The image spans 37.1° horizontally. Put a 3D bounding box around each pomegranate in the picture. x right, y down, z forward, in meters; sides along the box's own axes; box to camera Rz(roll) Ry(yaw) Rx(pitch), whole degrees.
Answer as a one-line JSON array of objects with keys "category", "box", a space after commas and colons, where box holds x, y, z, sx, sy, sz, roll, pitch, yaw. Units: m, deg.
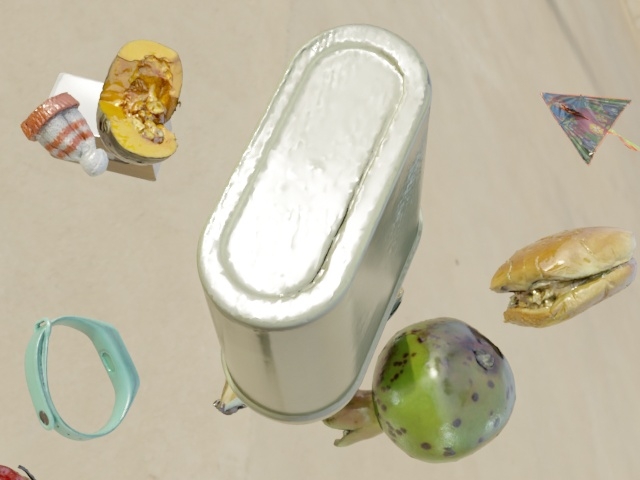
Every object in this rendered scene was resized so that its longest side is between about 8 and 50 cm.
[{"category": "pomegranate", "box": [0.159, 0.227, 1.470, 0.231, 0.286, 0.231, 8, 78, -40]}]

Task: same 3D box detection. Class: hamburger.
[{"category": "hamburger", "box": [0.444, 0.049, 1.650, 0.144, 0.283, 0.156, 66, -16, 3]}]

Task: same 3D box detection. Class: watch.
[{"category": "watch", "box": [-0.433, 0.240, 1.717, 0.195, 0.068, 0.237, -24, 92, -42]}]

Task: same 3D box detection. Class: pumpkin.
[{"category": "pumpkin", "box": [-0.261, -0.182, 1.359, 0.119, 0.107, 0.183, 20, 60, -29]}]

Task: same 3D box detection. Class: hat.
[{"category": "hat", "box": [-0.442, -0.178, 1.699, 0.162, 0.112, 0.093, 49, -13, -2]}]

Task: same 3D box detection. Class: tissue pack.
[{"category": "tissue pack", "box": [-0.460, -0.245, 2.066, 0.159, 0.246, 0.136, 97, 7, -67]}]

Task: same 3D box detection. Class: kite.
[{"category": "kite", "box": [0.352, -0.152, 1.224, 0.159, 0.010, 0.190, 32, 46, 11]}]

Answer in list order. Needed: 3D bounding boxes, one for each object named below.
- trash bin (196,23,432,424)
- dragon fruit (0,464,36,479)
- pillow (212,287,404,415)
[{"category": "trash bin", "box": [0.000, 0.000, 0.709, 0.247, 0.121, 0.243, 84, 29, -68]}, {"category": "dragon fruit", "box": [-0.441, 0.401, 1.259, 0.293, 0.234, 0.234, -47, 116, -81]}, {"category": "pillow", "box": [-0.004, 0.106, 1.381, 0.119, 0.312, 0.310, 56, 12, -7]}]
